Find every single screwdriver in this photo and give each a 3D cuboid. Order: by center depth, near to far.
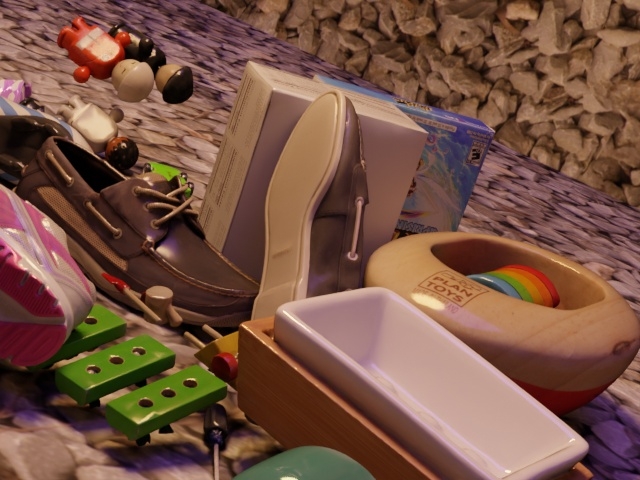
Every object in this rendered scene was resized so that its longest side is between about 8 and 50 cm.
[{"bbox_3d":[-0.091,0.185,1.229,0.024,0.025,0.170,17,13,-10],"label":"screwdriver"}]

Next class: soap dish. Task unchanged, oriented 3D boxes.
[{"bbox_3d":[0.081,0.168,1.270,0.291,0.118,0.229,37,21,25],"label":"soap dish"}]

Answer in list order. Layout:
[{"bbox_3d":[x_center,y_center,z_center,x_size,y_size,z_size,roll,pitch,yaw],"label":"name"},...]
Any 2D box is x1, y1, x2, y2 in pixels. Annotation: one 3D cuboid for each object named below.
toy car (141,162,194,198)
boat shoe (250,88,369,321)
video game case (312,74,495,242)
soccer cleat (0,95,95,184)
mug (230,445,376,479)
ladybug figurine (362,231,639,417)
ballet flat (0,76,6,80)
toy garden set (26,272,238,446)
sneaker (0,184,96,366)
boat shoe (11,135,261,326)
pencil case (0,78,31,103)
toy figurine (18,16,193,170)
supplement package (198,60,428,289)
[{"bbox_3d":[-0.194,-0.046,1.844,0.239,0.053,0.225,14,16,-22],"label":"toy car"},{"bbox_3d":[0.000,0.000,1.520,0.095,0.335,0.112,27,-26,-35],"label":"boat shoe"},{"bbox_3d":[0.079,-0.077,1.927,0.270,0.244,0.061,13,18,-24],"label":"video game case"},{"bbox_3d":[-0.438,-0.139,1.799,0.331,0.116,0.143,24,-3,16],"label":"soccer cleat"},{"bbox_3d":[-0.011,0.227,0.991,0.158,0.129,0.097,28,20,26],"label":"mug"},{"bbox_3d":[0.197,0.107,1.595,0.305,0.162,0.449,27,17,28],"label":"ladybug figurine"},{"bbox_3d":[-0.474,-0.209,2.037,0.168,0.057,0.052,29,5,33],"label":"ballet flat"},{"bbox_3d":[-0.180,0.104,1.312,0.244,0.049,0.204,28,32,34],"label":"toy garden set"},{"bbox_3d":[-0.302,0.001,1.267,0.252,0.103,0.111,52,20,6],"label":"sneaker"},{"bbox_3d":[-0.209,-0.015,1.571,0.355,0.130,0.132,26,17,22],"label":"boat shoe"},{"bbox_3d":[-0.507,-0.210,1.931,0.206,0.086,0.088,15,53,-8],"label":"pencil case"},{"bbox_3d":[-0.297,-0.192,1.930,0.148,0.209,0.213,38,14,10],"label":"toy figurine"},{"bbox_3d":[-0.021,-0.054,1.687,0.204,0.262,0.145,14,16,-20],"label":"supplement package"}]
